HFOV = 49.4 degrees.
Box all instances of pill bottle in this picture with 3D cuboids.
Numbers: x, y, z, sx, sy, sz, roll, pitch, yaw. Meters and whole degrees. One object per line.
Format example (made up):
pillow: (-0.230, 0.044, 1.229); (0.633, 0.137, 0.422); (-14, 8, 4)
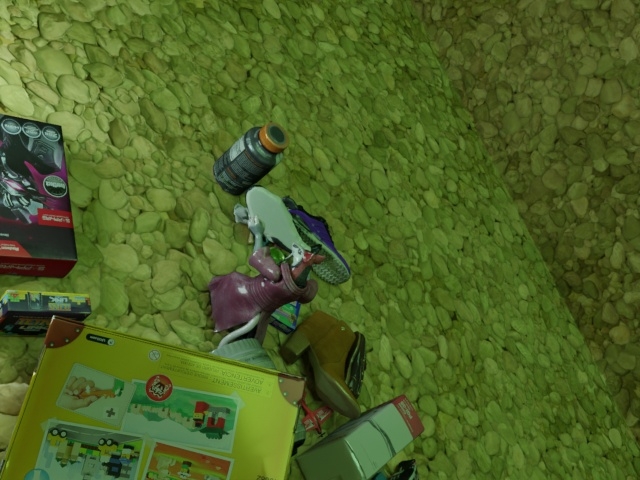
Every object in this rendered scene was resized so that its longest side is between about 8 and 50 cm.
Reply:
pill bottle: (-0.195, -0.242, 2.014); (0.130, 0.245, 0.130); (24, 50, -32)

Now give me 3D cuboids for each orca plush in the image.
orca plush: (-0.113, -0.060, 2.023); (0.287, 0.151, 0.102); (33, 11, -20)

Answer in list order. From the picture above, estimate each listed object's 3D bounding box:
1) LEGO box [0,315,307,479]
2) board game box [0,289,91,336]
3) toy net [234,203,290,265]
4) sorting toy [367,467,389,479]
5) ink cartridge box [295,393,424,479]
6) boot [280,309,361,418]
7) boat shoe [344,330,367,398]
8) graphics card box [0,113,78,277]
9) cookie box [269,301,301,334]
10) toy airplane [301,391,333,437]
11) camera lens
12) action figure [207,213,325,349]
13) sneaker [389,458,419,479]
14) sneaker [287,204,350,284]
LEGO box: (-0.311, 0.395, 1.311); (0.500, 0.193, 0.372); (16, 67, -10)
board game box: (-0.586, 0.155, 1.444); (0.170, 0.141, 0.048); (8, 59, -41)
toy net: (-0.167, -0.020, 2.048); (0.122, 0.045, 0.232); (-27, 84, -50)
sorting toy: (0.130, 0.741, 1.832); (0.307, 0.041, 0.229); (-27, 84, -50)
ink cartridge box: (0.107, 0.534, 1.820); (0.283, 0.207, 0.117); (-19, 78, -49)
boot: (0.048, 0.333, 1.944); (0.295, 0.104, 0.211); (43, 45, 10)
boat shoe: (0.099, 0.366, 2.034); (0.073, 0.073, 0.207); (33, 53, -19)
graphics card box: (-0.687, -0.106, 1.558); (0.232, 0.094, 0.371); (7, 59, -42)
cookie box: (-0.107, 0.196, 1.966); (0.092, 0.040, 0.107); (34, 44, -22)
toy airplane: (-0.032, 0.462, 1.870); (0.151, 0.028, 0.151); (26, 47, -32)
camera lens: (-0.176, 0.391, 1.592); (0.219, 0.219, 0.274); (-8, 63, -47)
action figure: (-0.139, 0.126, 1.724); (0.248, 0.370, 0.276); (34, 43, -25)
sneaker: (0.248, 0.677, 1.946); (0.178, 0.072, 0.077); (-14, 83, -67)
sneaker: (0.000, -0.001, 2.156); (0.293, 0.102, 0.146); (45, 40, -12)
